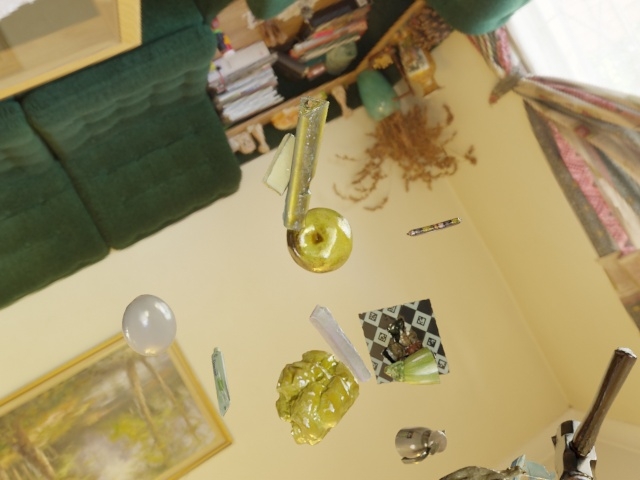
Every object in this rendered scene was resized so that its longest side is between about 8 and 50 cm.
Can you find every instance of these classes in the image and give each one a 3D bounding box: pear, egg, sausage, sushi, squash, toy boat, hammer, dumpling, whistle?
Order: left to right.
[{"bbox_3d":[-0.570,0.279,1.931,0.176,0.176,0.232,-30,138,-26],"label":"egg"},{"bbox_3d":[-0.041,-0.180,1.393,0.068,0.326,0.057,13,-156,4],"label":"whistle"},{"bbox_3d":[0.000,0.000,1.690,0.197,0.197,0.197,-29,-178,1],"label":"pear"},{"bbox_3d":[0.248,0.293,1.700,0.231,0.219,0.047,-16,178,28],"label":"sushi"},{"bbox_3d":[0.241,0.350,1.552,0.132,0.105,0.105,-15,180,-6],"label":"squash"},{"bbox_3d":[0.377,-0.044,1.920,0.198,0.028,0.025,-14,174,-9],"label":"sausage"},{"bbox_3d":[0.378,0.666,1.571,0.332,0.086,0.166,-20,174,-17],"label":"dumpling"},{"bbox_3d":[0.723,0.785,2.001,0.149,0.034,0.105,-21,-141,20],"label":"toy boat"},{"bbox_3d":[0.698,0.440,1.482,0.095,0.408,0.242,16,-157,13],"label":"hammer"}]

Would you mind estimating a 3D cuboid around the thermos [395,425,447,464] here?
[{"bbox_3d":[0.315,0.649,1.830,0.137,0.105,0.193,-39,179,-29],"label":"thermos"}]

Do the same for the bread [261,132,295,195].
[{"bbox_3d":[-0.092,-0.193,1.474,0.028,0.068,0.153,10,-109,46],"label":"bread"}]

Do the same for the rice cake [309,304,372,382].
[{"bbox_3d":[0.073,0.383,2.128,0.056,0.365,0.072,-15,-153,44],"label":"rice cake"}]

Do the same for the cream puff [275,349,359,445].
[{"bbox_3d":[-0.011,0.348,1.340,0.195,0.194,0.221,-28,-173,33],"label":"cream puff"}]

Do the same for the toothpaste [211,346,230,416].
[{"bbox_3d":[-0.233,0.322,1.360,0.048,0.029,0.197,-59,-150,24],"label":"toothpaste"}]
